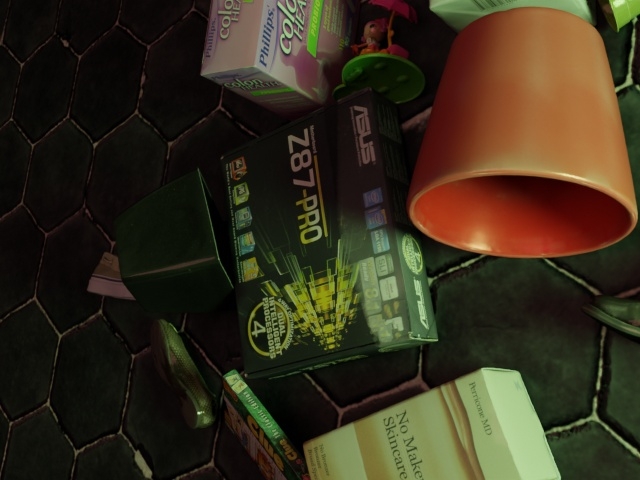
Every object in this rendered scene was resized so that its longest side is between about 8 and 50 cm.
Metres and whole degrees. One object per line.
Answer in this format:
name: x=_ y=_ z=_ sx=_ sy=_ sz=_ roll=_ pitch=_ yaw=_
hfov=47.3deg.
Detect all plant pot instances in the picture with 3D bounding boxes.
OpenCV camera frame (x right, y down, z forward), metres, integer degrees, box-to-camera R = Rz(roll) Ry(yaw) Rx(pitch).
plant pot: x=0.251 y=-0.134 z=0.915 sx=0.274 sy=0.275 sz=0.243 roll=-7 pitch=66 yaw=36
plant pot: x=0.407 y=-0.326 z=0.947 sx=0.079 sy=0.083 sz=0.083 roll=-23 pitch=67 yaw=18
plant pot: x=-0.246 y=0.022 z=1.238 sx=0.166 sy=0.187 sz=0.188 roll=-17 pitch=61 yaw=-2

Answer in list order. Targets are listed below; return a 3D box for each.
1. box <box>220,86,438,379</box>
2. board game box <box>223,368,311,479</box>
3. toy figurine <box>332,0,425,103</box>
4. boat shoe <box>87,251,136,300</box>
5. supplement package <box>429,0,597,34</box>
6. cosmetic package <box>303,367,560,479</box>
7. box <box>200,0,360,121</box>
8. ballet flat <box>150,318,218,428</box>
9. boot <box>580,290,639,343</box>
box: x=0.000 y=0.000 z=1.162 sx=0.318 sy=0.097 sz=0.395 roll=-18 pitch=71 yaw=31
board game box: x=-0.075 y=0.334 z=1.140 sx=0.259 sy=0.030 sz=0.136 roll=44 pitch=143 yaw=35
toy figurine: x=0.096 y=-0.312 z=1.168 sx=0.173 sy=0.130 sz=0.159 roll=-22 pitch=53 yaw=53
boat shoe: x=-0.350 y=0.071 z=1.404 sx=0.302 sy=0.109 sz=0.094 roll=3 pitch=80 yaw=40
supplement package: x=0.264 y=-0.442 z=1.010 sx=0.177 sy=0.175 sz=0.293 roll=-7 pitch=75 yaw=36
cosmetic package: x=0.139 y=0.292 z=0.972 sx=0.296 sy=0.129 sz=0.153 roll=-32 pitch=62 yaw=27
box: x=-0.057 y=-0.332 z=1.185 sx=0.117 sy=0.243 sz=0.214 roll=1 pitch=80 yaw=37
ballet flat: x=-0.248 y=0.237 z=1.328 sx=0.250 sy=0.058 sz=0.084 roll=50 pitch=132 yaw=39
boot: x=0.452 y=0.019 z=0.838 sx=0.262 sy=0.091 sz=0.229 roll=10 pitch=80 yaw=34
